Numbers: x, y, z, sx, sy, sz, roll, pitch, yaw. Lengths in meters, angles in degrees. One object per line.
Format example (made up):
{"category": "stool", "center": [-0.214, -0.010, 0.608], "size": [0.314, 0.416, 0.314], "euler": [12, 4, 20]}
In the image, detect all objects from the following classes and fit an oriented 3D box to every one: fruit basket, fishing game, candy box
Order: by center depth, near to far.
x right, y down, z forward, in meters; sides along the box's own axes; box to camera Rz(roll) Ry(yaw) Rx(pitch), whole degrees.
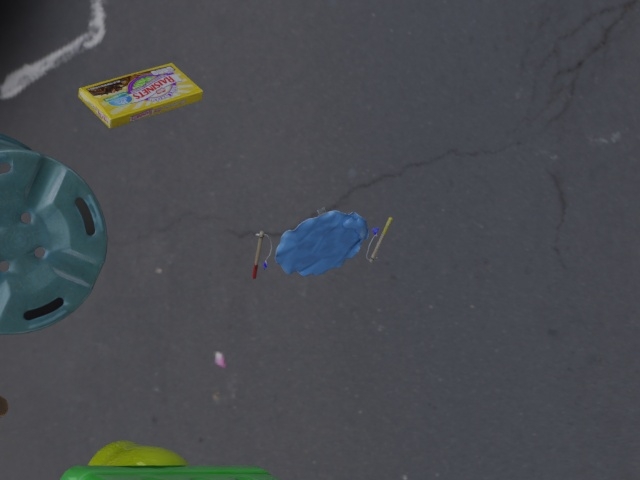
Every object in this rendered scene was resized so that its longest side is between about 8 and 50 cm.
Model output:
{"category": "fruit basket", "center": [-0.230, 0.433, 1.210], "size": [0.392, 0.392, 0.283], "euler": [-11, 71, 35]}
{"category": "candy box", "center": [-0.331, -0.272, 1.547], "size": [0.105, 0.206, 0.027], "euler": [44, 139, 23]}
{"category": "fishing game", "center": [0.000, 0.000, 1.548], "size": [0.189, 0.264, 0.041], "euler": [104, 151, -51]}

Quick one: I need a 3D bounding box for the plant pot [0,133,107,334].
{"category": "plant pot", "center": [-0.495, -0.008, 1.252], "size": [0.334, 0.341, 0.341], "euler": [6, 81, 58]}

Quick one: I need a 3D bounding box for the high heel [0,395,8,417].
{"category": "high heel", "center": [-0.602, 0.233, 1.253], "size": [0.117, 0.244, 0.082], "euler": [-41, 34, 30]}
